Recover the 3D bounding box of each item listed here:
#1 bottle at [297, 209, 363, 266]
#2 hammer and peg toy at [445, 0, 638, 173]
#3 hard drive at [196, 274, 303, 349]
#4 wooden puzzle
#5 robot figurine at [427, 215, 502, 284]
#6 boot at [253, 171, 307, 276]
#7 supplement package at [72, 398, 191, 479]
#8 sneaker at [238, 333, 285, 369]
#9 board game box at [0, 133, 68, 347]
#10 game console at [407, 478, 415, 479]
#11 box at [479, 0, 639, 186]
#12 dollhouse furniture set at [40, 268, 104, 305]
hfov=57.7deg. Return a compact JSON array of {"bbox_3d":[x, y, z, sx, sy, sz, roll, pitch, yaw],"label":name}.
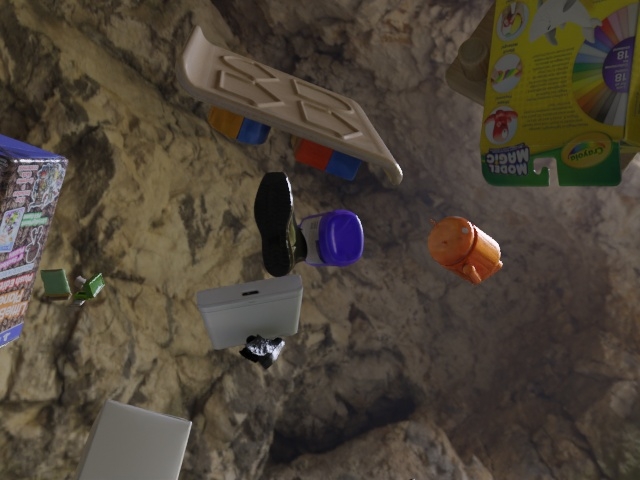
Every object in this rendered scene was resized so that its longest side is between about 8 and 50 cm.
[{"bbox_3d":[0.000,0.000,1.289,0.092,0.283,0.118,-5,-91,-21],"label":"bottle"},{"bbox_3d":[0.367,-0.218,0.685,0.266,0.361,0.127,-56,-24,5],"label":"hammer and peg toy"},{"bbox_3d":[-0.167,0.184,1.426,0.233,0.047,0.353,-9,-23,-9],"label":"hard drive"},{"bbox_3d":[-0.058,-0.203,0.913,0.348,0.322,0.080,22,-66,-18],"label":"wooden puzzle"},{"bbox_3d":[0.350,0.022,1.414,0.219,0.128,0.158,30,-109,-33],"label":"robot figurine"},{"bbox_3d":[-0.069,-0.038,1.145,0.077,0.137,0.198,5,-80,18],"label":"boot"},{"bbox_3d":[-0.377,0.479,1.083,0.175,0.293,0.177,21,-38,-16],"label":"supplement package"},{"bbox_3d":[-0.146,0.263,1.454,0.089,0.170,0.051,45,-73,-5],"label":"sneaker"},{"bbox_3d":[-0.522,-0.014,0.796,0.232,0.141,0.291,19,-81,1],"label":"board game box"},{"bbox_3d":[0.090,0.390,0.800,0.122,0.071,0.107,-22,-40,-4],"label":"game console"},{"bbox_3d":[0.161,-0.122,0.372,0.043,0.105,0.179,8,-89,-35],"label":"box"},{"bbox_3d":[-0.571,0.108,1.310,0.152,0.058,0.076,-3,-67,9],"label":"dollhouse furniture set"}]
